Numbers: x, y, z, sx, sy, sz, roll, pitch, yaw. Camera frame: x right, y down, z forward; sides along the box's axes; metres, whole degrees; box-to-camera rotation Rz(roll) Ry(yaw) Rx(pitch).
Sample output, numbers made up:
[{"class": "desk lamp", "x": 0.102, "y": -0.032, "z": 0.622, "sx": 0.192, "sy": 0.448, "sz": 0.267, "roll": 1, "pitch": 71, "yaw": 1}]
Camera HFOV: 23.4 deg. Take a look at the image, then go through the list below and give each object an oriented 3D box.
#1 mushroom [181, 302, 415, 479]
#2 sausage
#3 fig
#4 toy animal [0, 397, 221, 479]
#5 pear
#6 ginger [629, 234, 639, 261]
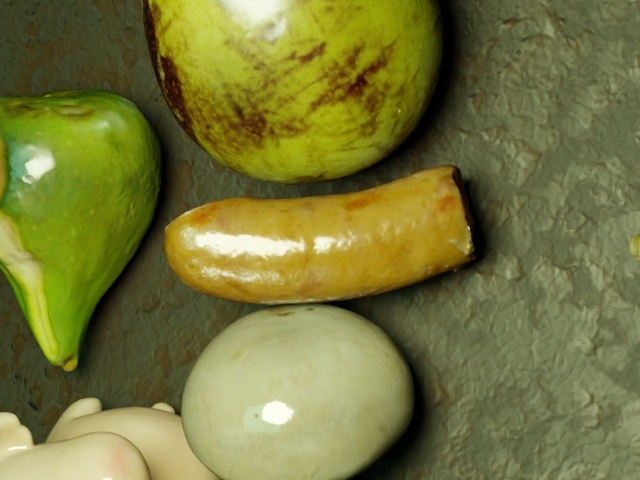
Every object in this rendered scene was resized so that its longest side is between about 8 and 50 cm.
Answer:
[{"class": "mushroom", "x": -0.016, "y": 0.160, "z": 1.351, "sx": 0.204, "sy": 0.204, "sz": 0.204, "roll": -5, "pitch": 80, "yaw": 30}, {"class": "sausage", "x": 0.000, "y": 0.001, "z": 1.342, "sx": 0.271, "sy": 0.109, "sz": 0.109, "roll": -6, "pitch": 78, "yaw": 2}, {"class": "fig", "x": -0.256, "y": -0.009, "z": 1.518, "sx": 0.206, "sy": 0.206, "sz": 0.275, "roll": 5, "pitch": 104, "yaw": 32}, {"class": "toy animal", "x": -0.195, "y": 0.250, "z": 1.341, "sx": 0.278, "sy": 0.247, "sz": 0.345, "roll": -11, "pitch": 47, "yaw": 31}, {"class": "pear", "x": -0.028, "y": -0.188, "z": 1.340, "sx": 0.284, "sy": 0.283, "sz": 0.283, "roll": -5, "pitch": 80, "yaw": 30}, {"class": "ginger", "x": 0.395, "y": 0.009, "z": 1.168, "sx": 0.333, "sy": 0.080, "sz": 0.166, "roll": -11, "pitch": 89, "yaw": 33}]
